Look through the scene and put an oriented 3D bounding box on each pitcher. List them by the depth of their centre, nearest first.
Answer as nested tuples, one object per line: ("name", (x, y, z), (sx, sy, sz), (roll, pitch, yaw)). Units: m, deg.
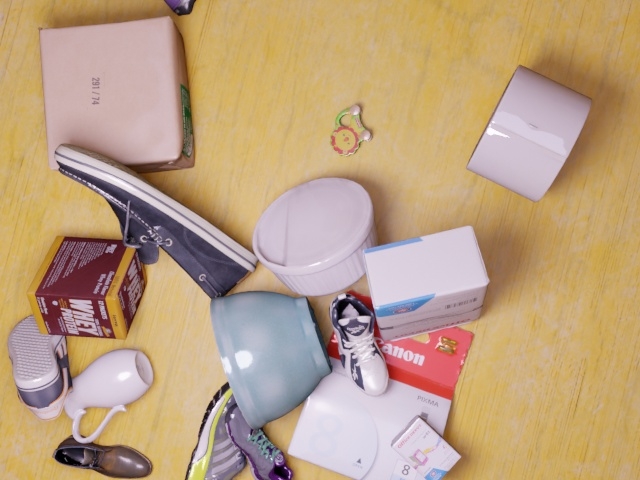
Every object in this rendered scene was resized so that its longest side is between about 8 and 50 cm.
("pitcher", (-0.480, 0.346, 1.890), (0.207, 0.125, 0.177), (-22, 73, 10))

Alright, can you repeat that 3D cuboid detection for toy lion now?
("toy lion", (0.062, -0.245, 1.912), (0.096, 0.034, 0.100), (-23, 86, 12))

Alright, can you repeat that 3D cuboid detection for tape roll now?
("tape roll", (0.434, -0.224, 1.769), (0.169, 0.246, 0.246), (27, 91, 6))

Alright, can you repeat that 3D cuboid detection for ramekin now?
("ramekin", (0.000, 0.000, 1.805), (0.273, 0.127, 0.272), (-15, 43, 14))

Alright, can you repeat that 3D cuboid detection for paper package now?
("paper package", (-0.452, -0.317, 1.892), (0.310, 0.168, 0.324), (-5, 87, 5))

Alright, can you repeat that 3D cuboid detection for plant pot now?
("plant pot", (-0.091, 0.229, 1.784), (0.196, 0.293, 0.293), (-19, 87, 0))

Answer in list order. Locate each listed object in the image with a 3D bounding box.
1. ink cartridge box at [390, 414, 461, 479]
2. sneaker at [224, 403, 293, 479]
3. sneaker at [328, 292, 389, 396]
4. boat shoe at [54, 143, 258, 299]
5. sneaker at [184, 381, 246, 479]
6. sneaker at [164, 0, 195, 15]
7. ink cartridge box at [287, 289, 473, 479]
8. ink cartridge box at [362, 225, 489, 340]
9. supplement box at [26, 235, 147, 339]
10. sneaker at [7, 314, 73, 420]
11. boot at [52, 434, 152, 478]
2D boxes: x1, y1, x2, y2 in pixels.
("ink cartridge box", (0.221, 0.443, 1.780), (0.122, 0.052, 0.088), (42, 90, 6))
("sneaker", (-0.124, 0.444, 1.834), (0.098, 0.083, 0.223), (-1, 127, 38))
("sneaker", (0.080, 0.213, 1.786), (0.094, 0.153, 0.234), (-14, 73, 0))
("boat shoe", (-0.356, -0.031, 1.783), (0.500, 0.187, 0.156), (37, 89, -29))
("sneaker", (-0.216, 0.455, 1.888), (0.121, 0.111, 0.299), (18, 93, -9))
("sneaker", (-0.239, -0.626, 1.929), (0.283, 0.107, 0.124), (-35, 100, 7))
("ink cartridge box", (0.136, 0.340, 1.855), (0.308, 0.091, 0.384), (19, 91, 5))
("ink cartridge box", (0.215, 0.097, 1.735), (0.223, 0.307, 0.129), (-14, 70, 3))
("supplement box", (-0.507, 0.103, 1.853), (0.194, 0.191, 0.129), (3, 131, 5))
("sneaker", (-0.613, 0.274, 1.843), (0.126, 0.321, 0.127), (-13, 115, -9))
("boot", (-0.496, 0.502, 1.899), (0.219, 0.106, 0.082), (13, 90, 6))
